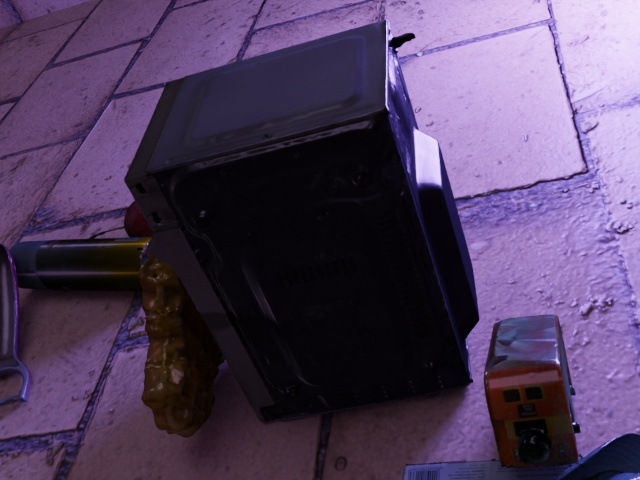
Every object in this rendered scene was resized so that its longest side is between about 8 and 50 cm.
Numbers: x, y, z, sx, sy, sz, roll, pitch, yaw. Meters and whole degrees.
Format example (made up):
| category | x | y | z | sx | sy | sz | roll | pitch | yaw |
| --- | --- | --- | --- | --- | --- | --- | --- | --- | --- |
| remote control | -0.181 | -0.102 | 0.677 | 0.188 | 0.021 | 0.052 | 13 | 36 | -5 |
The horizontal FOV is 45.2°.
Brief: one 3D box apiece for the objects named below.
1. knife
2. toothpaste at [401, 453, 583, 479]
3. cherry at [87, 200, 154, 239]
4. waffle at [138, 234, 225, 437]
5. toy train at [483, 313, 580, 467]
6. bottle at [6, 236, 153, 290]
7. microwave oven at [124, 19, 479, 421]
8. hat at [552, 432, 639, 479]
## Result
| category | x | y | z | sx | sy | sz | roll | pitch | yaw |
| --- | --- | --- | --- | --- | --- | --- | --- | --- | --- |
| knife | -0.481 | 0.132 | 1.140 | 0.123 | 0.053 | 0.278 | -16 | 55 | 4 |
| toothpaste | 0.157 | 0.224 | 0.699 | 0.164 | 0.046 | 0.034 | -9 | 35 | 19 |
| cherry | -0.286 | -0.022 | 1.233 | 0.225 | 0.090 | 0.107 | -15 | 9 | 34 |
| waffle | -0.156 | 0.082 | 0.879 | 0.056 | 0.253 | 0.249 | -2 | 24 | 6 |
| toy train | 0.196 | 0.135 | 0.705 | 0.072 | 0.099 | 0.188 | -7 | 9 | 17 |
| bottle | -0.361 | 0.037 | 1.194 | 0.286 | 0.082 | 0.082 | -1 | 41 | 27 |
| microwave oven | 0.000 | 0.000 | 0.810 | 0.286 | 0.355 | 0.219 | -11 | 36 | 14 |
| hat | 0.234 | 0.229 | 0.588 | 0.191 | 0.078 | 0.138 | -36 | 77 | -21 |
